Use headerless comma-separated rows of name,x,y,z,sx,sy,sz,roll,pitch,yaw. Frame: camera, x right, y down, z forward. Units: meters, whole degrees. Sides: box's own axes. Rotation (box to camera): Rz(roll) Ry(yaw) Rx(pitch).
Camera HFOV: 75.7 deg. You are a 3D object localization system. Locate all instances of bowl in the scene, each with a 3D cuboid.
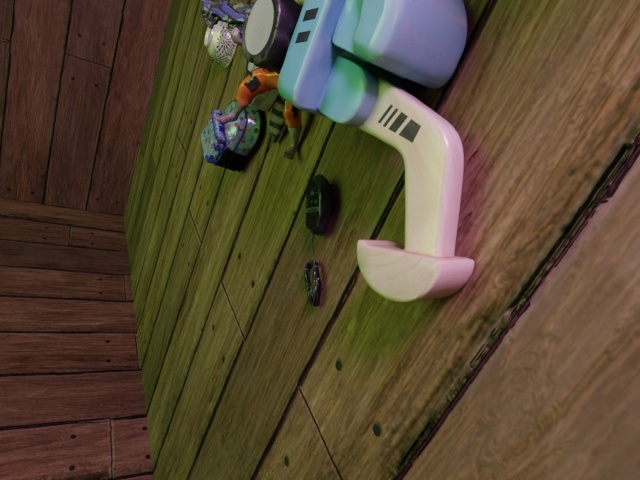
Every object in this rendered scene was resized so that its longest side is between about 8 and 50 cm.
bowl,-0.343,-0.681,1.394,0.170,0.080,0.170,-21,65,54

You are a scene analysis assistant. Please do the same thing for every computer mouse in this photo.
computer mouse,0.000,0.000,0.759,0.071,0.041,0.242,-172,84,-66

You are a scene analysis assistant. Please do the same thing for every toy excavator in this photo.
toy excavator,0.083,-0.204,0.544,0.445,0.222,0.433,47,123,41

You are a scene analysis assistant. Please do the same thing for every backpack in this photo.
backpack,-0.234,-0.295,1.106,0.173,0.116,0.158,-41,51,41

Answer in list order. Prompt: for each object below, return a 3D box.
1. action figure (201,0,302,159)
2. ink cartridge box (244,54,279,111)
action figure,-0.106,-0.388,0.880,0.341,0.178,0.330,34,108,24
ink cartridge box,-0.139,-0.517,1.062,0.165,0.065,0.333,-39,51,47
